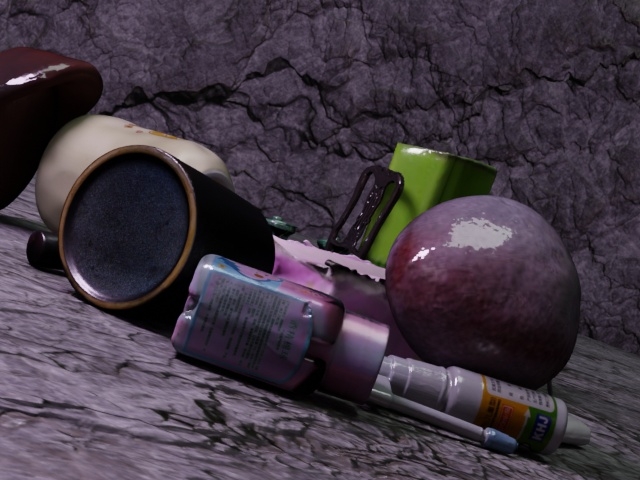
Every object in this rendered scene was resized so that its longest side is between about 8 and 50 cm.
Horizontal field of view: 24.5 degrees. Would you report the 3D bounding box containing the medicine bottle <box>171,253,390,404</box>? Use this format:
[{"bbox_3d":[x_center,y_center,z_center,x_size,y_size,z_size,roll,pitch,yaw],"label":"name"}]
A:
[{"bbox_3d":[-0.036,0.085,1.368,0.188,0.094,0.119,20,2,-3],"label":"medicine bottle"}]

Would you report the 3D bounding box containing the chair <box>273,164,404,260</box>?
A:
[{"bbox_3d":[0.000,0.000,1.809,0.113,0.229,0.106,21,2,-31],"label":"chair"}]

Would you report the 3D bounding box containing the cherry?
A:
[{"bbox_3d":[0.176,0.057,1.561,0.266,0.184,0.213,28,41,-42],"label":"cherry"}]

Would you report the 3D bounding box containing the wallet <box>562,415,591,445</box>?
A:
[{"bbox_3d":[0.225,0.196,1.626,0.095,0.033,0.190,20,3,36],"label":"wallet"}]

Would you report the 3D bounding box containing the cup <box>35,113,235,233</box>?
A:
[{"bbox_3d":[-0.218,-0.020,1.831,0.202,0.255,0.173,20,46,29],"label":"cup"}]

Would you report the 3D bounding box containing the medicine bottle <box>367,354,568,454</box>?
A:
[{"bbox_3d":[0.139,0.165,1.461,0.221,0.061,0.092,18,23,-14],"label":"medicine bottle"}]

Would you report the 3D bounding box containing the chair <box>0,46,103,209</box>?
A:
[{"bbox_3d":[-0.489,-0.178,1.834,0.401,0.226,0.226,20,3,15],"label":"chair"}]

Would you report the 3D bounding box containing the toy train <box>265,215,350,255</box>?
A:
[{"bbox_3d":[-0.063,0.025,2.223,0.159,0.101,0.248,5,-9,42],"label":"toy train"}]

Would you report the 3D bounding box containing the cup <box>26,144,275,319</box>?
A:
[{"bbox_3d":[-0.178,-0.010,1.528,0.239,0.166,0.177,23,1,31],"label":"cup"}]

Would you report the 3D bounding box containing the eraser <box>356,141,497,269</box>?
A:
[{"bbox_3d":[0.121,0.011,1.920,0.092,0.274,0.210,23,5,23],"label":"eraser"}]

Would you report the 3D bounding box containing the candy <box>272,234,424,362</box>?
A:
[{"bbox_3d":[0.042,0.081,1.682,0.265,0.115,0.155,16,4,-41],"label":"candy"}]
